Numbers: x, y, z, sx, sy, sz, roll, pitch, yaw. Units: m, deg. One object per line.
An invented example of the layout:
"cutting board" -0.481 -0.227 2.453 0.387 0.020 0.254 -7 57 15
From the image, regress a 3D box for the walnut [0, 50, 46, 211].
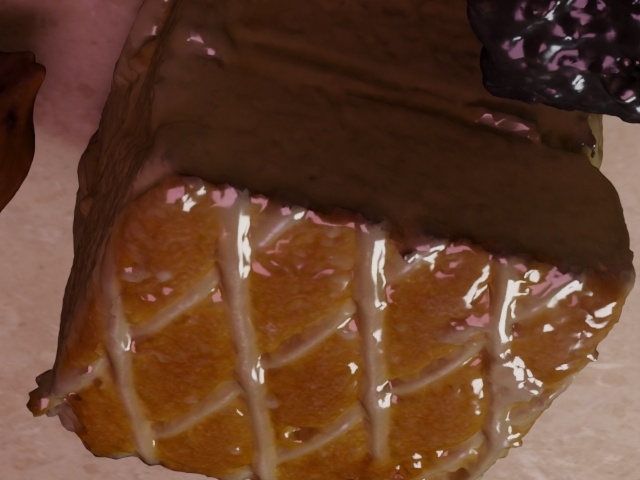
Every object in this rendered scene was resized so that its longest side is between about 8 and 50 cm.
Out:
"walnut" -0.351 -0.068 1.395 0.336 0.209 0.209 -24 131 23

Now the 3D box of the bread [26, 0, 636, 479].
"bread" 0.000 0.000 1.343 0.371 0.279 0.390 15 140 -11

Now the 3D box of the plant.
"plant" 0.212 -0.175 1.160 0.234 0.204 0.178 1 138 15
